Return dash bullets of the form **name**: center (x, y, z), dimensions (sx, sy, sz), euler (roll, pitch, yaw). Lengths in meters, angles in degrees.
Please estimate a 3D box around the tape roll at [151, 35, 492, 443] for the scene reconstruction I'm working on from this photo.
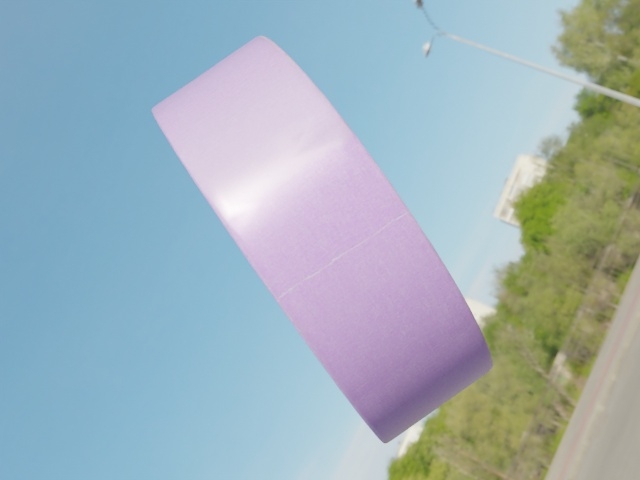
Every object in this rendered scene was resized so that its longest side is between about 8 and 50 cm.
- **tape roll**: center (0.000, 0.000, 0.591), dimensions (0.090, 0.275, 0.275), euler (-34, -20, -2)
